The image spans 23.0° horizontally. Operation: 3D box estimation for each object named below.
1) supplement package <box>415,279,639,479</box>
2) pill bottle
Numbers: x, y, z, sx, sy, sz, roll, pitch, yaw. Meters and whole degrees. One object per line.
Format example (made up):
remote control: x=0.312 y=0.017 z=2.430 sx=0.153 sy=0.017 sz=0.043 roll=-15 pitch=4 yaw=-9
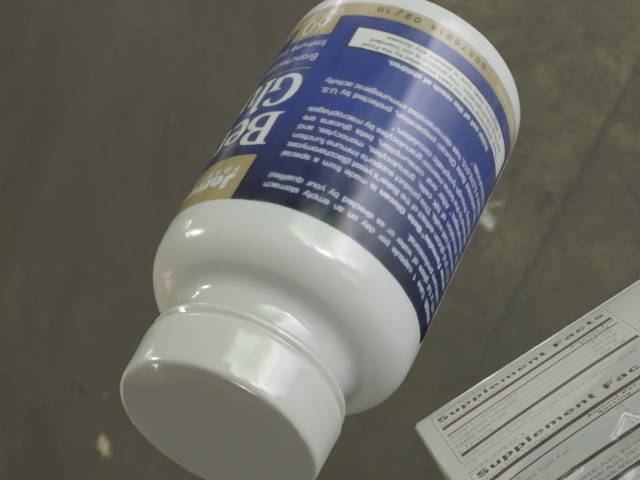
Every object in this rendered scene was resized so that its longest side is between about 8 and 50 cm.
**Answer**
supplement package: x=0.142 y=0.115 z=0.551 sx=0.134 sy=0.139 sz=0.244 roll=-33 pitch=13 yaw=-1
pill bottle: x=0.000 y=0.000 z=0.541 sx=0.094 sy=0.094 sz=0.169 roll=-27 pitch=28 yaw=48
